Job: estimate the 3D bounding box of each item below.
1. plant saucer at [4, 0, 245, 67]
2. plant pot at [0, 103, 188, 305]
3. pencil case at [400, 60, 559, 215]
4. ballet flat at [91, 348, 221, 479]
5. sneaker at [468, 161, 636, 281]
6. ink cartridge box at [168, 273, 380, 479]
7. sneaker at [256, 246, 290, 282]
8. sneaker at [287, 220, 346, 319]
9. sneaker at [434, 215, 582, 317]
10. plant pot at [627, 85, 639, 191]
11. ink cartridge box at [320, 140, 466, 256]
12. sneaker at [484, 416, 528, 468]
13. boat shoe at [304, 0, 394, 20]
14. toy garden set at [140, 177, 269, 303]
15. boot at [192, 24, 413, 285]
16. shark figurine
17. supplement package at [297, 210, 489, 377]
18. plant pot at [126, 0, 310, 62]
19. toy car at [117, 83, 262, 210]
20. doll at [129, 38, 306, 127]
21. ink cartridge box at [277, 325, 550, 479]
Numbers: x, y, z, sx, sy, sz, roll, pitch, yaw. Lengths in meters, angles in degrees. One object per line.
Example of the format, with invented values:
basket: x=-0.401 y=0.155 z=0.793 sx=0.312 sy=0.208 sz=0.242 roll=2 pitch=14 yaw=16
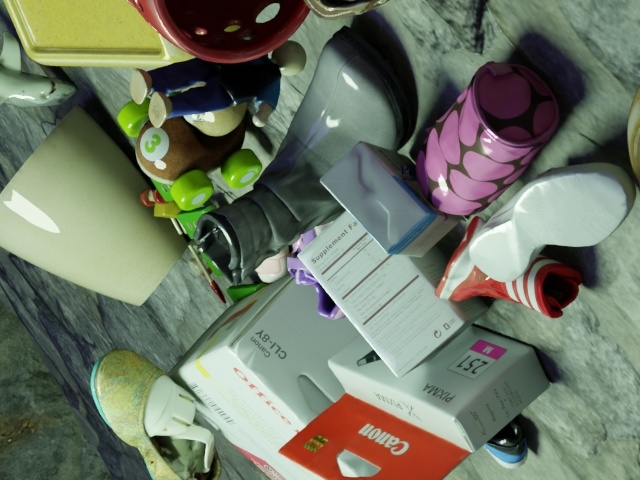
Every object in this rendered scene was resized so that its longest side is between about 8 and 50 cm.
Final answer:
plant saucer: x=-0.277 y=-0.328 z=1.908 sx=0.333 sy=0.081 sz=0.333 roll=6 pitch=128 yaw=37
plant pot: x=-0.351 y=-0.030 z=2.573 sx=0.274 sy=0.256 sz=0.256 roll=39 pitch=161 yaw=-6
pencil case: x=0.149 y=-0.096 z=1.532 sx=0.209 sy=0.095 sz=0.098 roll=130 pitch=131 yaw=-68
ballet flat: x=-0.220 y=0.261 z=2.352 sx=0.123 sy=0.123 sz=0.348 roll=40 pitch=163 yaw=33
sneaker: x=0.215 y=-0.038 z=1.480 sx=0.080 sy=0.094 sz=0.212 roll=45 pitch=147 yaw=-9
ink cartridge box: x=-0.028 y=0.209 z=2.257 sx=0.279 sy=0.160 sz=0.385 roll=44 pitch=161 yaw=-6
sneaker: x=-0.089 y=0.018 z=2.293 sx=0.134 sy=0.051 sz=0.070 roll=28 pitch=143 yaw=43
sneaker: x=0.000 y=0.000 z=1.991 sx=0.095 sy=0.104 sz=0.236 roll=16 pitch=137 yaw=62
sneaker: x=0.191 y=0.047 z=1.671 sx=0.128 sy=0.087 sz=0.221 roll=29 pitch=178 yaw=7
plant pot: x=0.327 y=-0.034 z=1.311 sx=0.236 sy=0.032 sz=0.236 roll=45 pitch=159 yaw=22
ink cartridge box: x=0.079 y=-0.039 z=1.688 sx=0.104 sy=0.061 sz=0.181 roll=48 pitch=-168 yaw=13
sneaker: x=0.186 y=0.208 z=1.979 sx=0.152 sy=0.058 sz=0.084 roll=39 pitch=162 yaw=25
boat shoe: x=0.031 y=-0.263 z=1.468 sx=0.123 sy=0.116 sz=0.324 roll=54 pitch=160 yaw=-1
toy garden set: x=-0.164 y=-0.005 z=2.432 sx=0.244 sy=0.049 sz=0.204 roll=57 pitch=157 yaw=-12
boot: x=-0.027 y=-0.070 z=1.758 sx=0.118 sy=0.223 sz=0.338 roll=47 pitch=159 yaw=20
shark figurine: x=-0.533 y=-0.286 z=2.641 sx=0.278 sy=0.166 sz=0.116 roll=50 pitch=170 yaw=12
supplement package: x=0.081 y=0.046 z=1.827 sx=0.179 sy=0.105 sz=0.105 roll=51 pitch=-159 yaw=9
plant pot: x=-0.117 y=-0.293 z=1.657 sx=0.174 sy=0.191 sz=0.191 roll=40 pitch=158 yaw=52
toy car: x=-0.148 y=-0.161 z=2.028 sx=0.155 sy=0.149 sz=0.188 roll=53 pitch=150 yaw=20
doll: x=-0.094 y=-0.163 z=1.673 sx=0.129 sy=0.189 sz=0.046 roll=50 pitch=144 yaw=28
ink cartridge box: x=0.091 y=0.186 z=1.892 sx=0.275 sy=0.239 sz=0.060 roll=18 pitch=141 yaw=58
